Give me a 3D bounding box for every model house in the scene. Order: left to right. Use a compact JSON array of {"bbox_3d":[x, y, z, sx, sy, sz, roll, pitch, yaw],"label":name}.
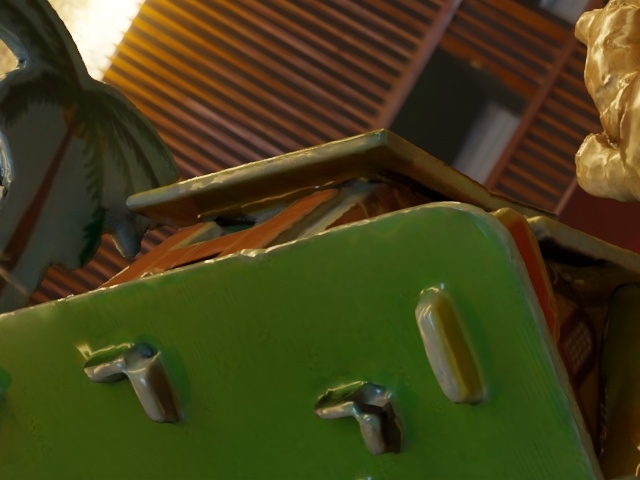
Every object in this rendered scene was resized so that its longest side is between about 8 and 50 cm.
[{"bbox_3d":[0.000,0.000,0.604,0.323,0.300,0.340,-39,-70,-56],"label":"model house"}]

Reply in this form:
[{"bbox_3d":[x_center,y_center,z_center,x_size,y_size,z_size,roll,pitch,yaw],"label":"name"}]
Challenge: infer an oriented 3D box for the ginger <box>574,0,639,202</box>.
[{"bbox_3d":[0.147,-0.075,0.401,0.176,0.053,0.193,-59,19,6],"label":"ginger"}]
